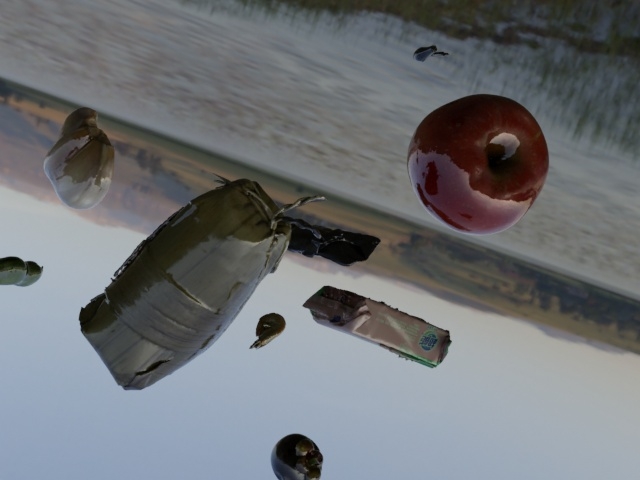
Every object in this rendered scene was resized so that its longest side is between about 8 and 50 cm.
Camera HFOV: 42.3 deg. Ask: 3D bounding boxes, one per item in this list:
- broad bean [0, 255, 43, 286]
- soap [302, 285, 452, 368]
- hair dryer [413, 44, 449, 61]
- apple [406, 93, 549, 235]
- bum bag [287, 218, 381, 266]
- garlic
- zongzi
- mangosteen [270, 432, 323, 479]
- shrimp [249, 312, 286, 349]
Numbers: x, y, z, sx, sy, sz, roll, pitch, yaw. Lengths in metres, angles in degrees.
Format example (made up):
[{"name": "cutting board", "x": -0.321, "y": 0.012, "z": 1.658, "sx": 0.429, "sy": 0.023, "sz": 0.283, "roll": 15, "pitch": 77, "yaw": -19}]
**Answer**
[{"name": "broad bean", "x": -0.699, "y": 0.078, "z": 1.798, "sx": 0.056, "sy": 0.098, "sz": 0.318, "roll": 36, "pitch": -164, "yaw": 10}, {"name": "soap", "x": 0.127, "y": 0.182, "z": 1.789, "sx": 0.273, "sy": 0.098, "sz": 0.218, "roll": 25, "pitch": 176, "yaw": -33}, {"name": "hair dryer", "x": 0.248, "y": -0.404, "z": 1.778, "sx": 0.083, "sy": 0.031, "sz": 0.079, "roll": -10, "pitch": -178, "yaw": -25}, {"name": "apple", "x": 0.292, "y": -0.138, "z": 1.541, "sx": 0.260, "sy": 0.261, "sz": 0.216, "roll": 19, "pitch": 171, "yaw": -11}, {"name": "bum bag", "x": 0.000, "y": 0.000, "z": 1.766, "sx": 0.248, "sy": 0.060, "sz": 0.123, "roll": 8, "pitch": -156, "yaw": 33}, {"name": "garlic", "x": -0.582, "y": -0.176, "z": 1.963, "sx": 0.110, "sy": 0.228, "sz": 0.217, "roll": -3, "pitch": -130, "yaw": -48}, {"name": "zongzi", "x": -0.185, "y": 0.027, "z": 1.600, "sx": 0.218, "sy": 0.500, "sz": 0.467, "roll": 46, "pitch": -167, "yaw": 0}, {"name": "mangosteen", "x": -0.047, "y": 0.544, "z": 2.036, "sx": 0.137, "sy": 0.137, "sz": 0.151, "roll": 17, "pitch": 158, "yaw": -34}, {"name": "shrimp", "x": -0.127, "y": 0.204, "z": 1.880, "sx": 0.059, "sy": 0.108, "sz": 0.023, "roll": 54, "pitch": 155, "yaw": 6}]
